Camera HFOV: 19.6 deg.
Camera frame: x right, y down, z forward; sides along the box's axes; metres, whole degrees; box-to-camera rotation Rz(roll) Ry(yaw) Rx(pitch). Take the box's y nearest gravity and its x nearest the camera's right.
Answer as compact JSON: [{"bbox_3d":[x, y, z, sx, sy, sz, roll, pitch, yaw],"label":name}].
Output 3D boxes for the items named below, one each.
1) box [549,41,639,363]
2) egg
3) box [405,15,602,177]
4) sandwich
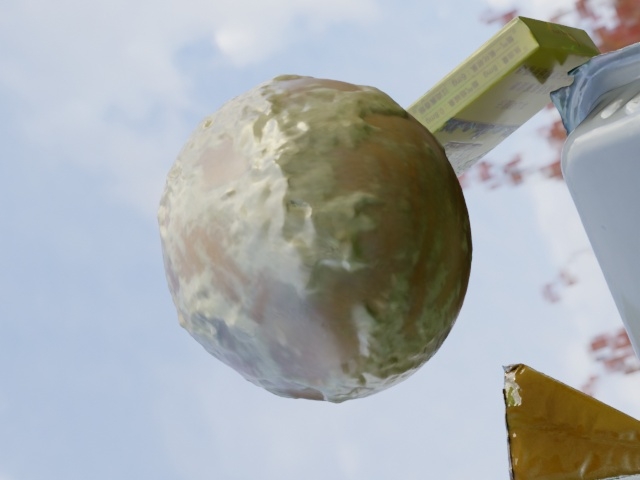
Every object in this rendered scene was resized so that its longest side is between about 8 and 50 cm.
[{"bbox_3d":[0.315,-0.002,1.495,0.106,0.264,0.336,-28,-83,-44],"label":"box"},{"bbox_3d":[0.000,0.000,1.171,0.203,0.203,0.245,48,-172,-35],"label":"egg"},{"bbox_3d":[0.108,-0.093,1.620,0.041,0.279,0.153,57,-155,15],"label":"box"},{"bbox_3d":[0.233,0.149,1.497,0.079,0.163,0.113,61,-157,-62],"label":"sandwich"}]
